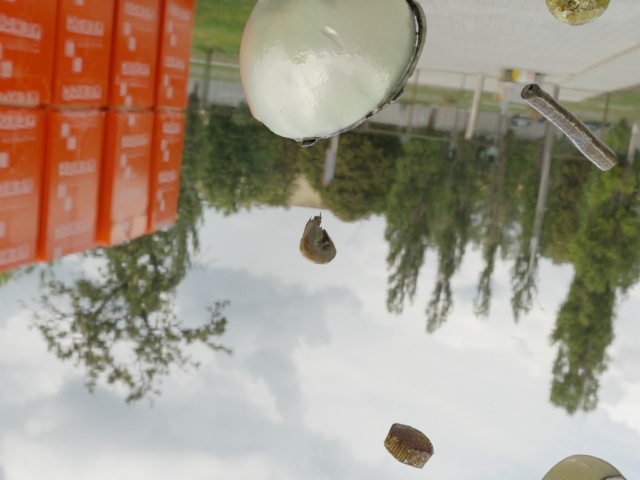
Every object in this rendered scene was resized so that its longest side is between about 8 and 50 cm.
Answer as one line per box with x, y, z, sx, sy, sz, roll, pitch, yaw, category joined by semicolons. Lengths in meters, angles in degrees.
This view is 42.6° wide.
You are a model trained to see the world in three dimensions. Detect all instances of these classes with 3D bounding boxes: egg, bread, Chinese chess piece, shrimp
-0.017;-0.281;1.102;0.174;0.264;0.286;41;-179;-39;egg
0.151;0.342;1.389;0.085;0.053;0.085;29;-169;-6;bread
0.529;0.567;1.686;0.257;0.257;0.104;-1;-164;-38;Chinese chess piece
0.000;0.000;1.250;0.059;0.023;0.108;25;-139;-6;shrimp

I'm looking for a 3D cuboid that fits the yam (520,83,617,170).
0.479;-0.215;1.569;0.327;0.045;0.045;26;-143;-42;yam

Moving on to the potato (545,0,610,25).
0.417;-0.417;1.294;0.107;0.170;0.080;31;168;-17;potato
